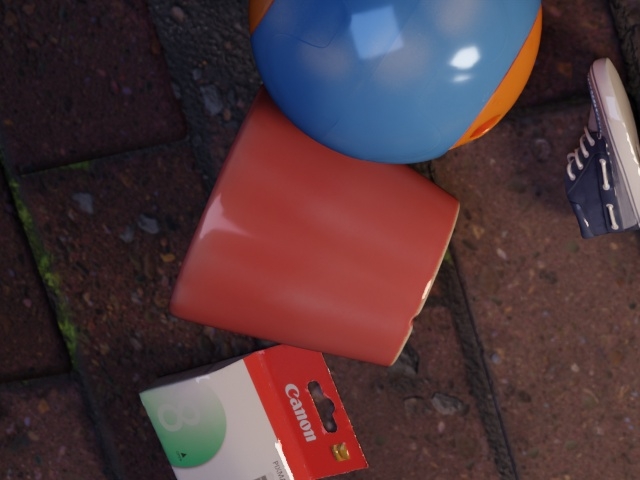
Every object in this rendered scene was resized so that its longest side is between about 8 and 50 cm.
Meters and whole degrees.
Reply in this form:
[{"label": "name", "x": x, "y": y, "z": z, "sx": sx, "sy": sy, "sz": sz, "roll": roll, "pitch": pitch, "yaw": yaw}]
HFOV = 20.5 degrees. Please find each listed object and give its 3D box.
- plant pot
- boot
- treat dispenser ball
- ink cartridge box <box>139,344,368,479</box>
[{"label": "plant pot", "x": 0.000, "y": 0.000, "z": 1.871, "sx": 0.243, "sy": 0.275, "sz": 0.275, "roll": 23, "pitch": 117, "yaw": 0}, {"label": "boot", "x": 0.285, "y": -0.090, "z": 1.827, "sx": 0.086, "sy": 0.069, "sz": 0.190, "roll": -13, "pitch": 107, "yaw": 21}, {"label": "treat dispenser ball", "x": 0.073, "y": -0.218, "z": 1.729, "sx": 0.288, "sy": 0.288, "sz": 0.288, "roll": 7, "pitch": 112, "yaw": 17}, {"label": "ink cartridge box", "x": -0.080, "y": 0.225, "z": 2.092, "sx": 0.225, "sy": 0.056, "sz": 0.181, "roll": -16, "pitch": 104, "yaw": 26}]
